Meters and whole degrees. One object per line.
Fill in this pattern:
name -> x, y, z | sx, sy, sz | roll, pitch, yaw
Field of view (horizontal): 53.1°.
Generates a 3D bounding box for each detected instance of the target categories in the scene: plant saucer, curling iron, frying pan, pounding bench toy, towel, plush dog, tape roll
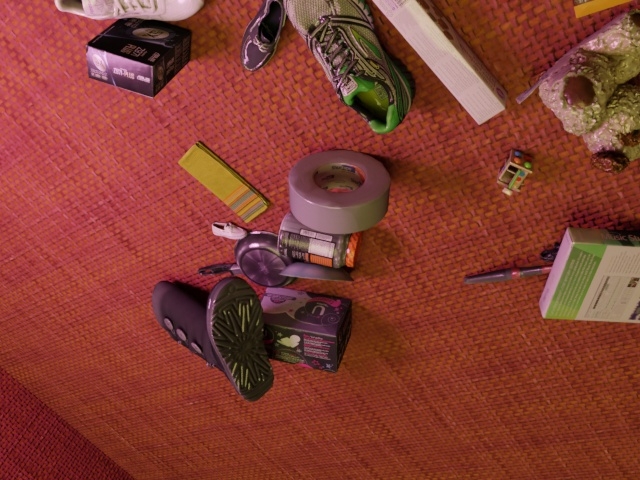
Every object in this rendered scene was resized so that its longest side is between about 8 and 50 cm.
plant saucer -> -0.009, 0.077, 1.634 | 0.195, 0.195, 0.037 | 5, 90, 17
curling iron -> 0.458, 0.069, 1.499 | 0.274, 0.068, 0.035 | -22, 120, 40
frying pan -> -0.207, 0.052, 1.746 | 0.326, 0.053, 0.197 | 6, 130, 12
pounding bench toy -> 0.402, -0.138, 1.318 | 0.052, 0.083, 0.065 | 24, 134, 0
towel -> -0.244, -0.142, 1.606 | 0.237, 0.021, 0.102 | 41, 130, -15
plush dog -> 0.500, -0.234, 1.133 | 0.225, 0.262, 0.210 | 48, 163, -9
tape roll -> 0.040, -0.110, 1.389 | 0.219, 0.219, 0.072 | 10, 132, 13

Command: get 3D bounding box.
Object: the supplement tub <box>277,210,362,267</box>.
supplement tub -> 0.000, 0.000, 1.570 | 0.190, 0.117, 0.117 | 13, 132, 9

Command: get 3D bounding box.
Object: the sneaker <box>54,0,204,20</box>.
sneaker -> -0.382, -0.478, 1.279 | 0.305, 0.152, 0.114 | 6, 129, 14

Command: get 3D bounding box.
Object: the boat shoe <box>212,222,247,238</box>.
boat shoe -> -0.242, -0.030, 1.694 | 0.100, 0.035, 0.035 | 11, 135, 21

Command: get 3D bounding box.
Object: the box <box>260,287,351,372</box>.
box -> -0.051, 0.237, 1.763 | 0.247, 0.163, 0.142 | 10, 127, 13

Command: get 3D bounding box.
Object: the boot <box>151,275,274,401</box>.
boot -> -0.322, 0.197, 1.753 | 0.445, 0.146, 0.367 | 27, 132, 48

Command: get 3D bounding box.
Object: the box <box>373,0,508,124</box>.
box -> 0.229, -0.361, 1.205 | 0.324, 0.063, 0.067 | 43, 132, -17

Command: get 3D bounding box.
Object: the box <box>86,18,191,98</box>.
box -> -0.373, -0.389, 1.331 | 0.147, 0.180, 0.077 | 19, 133, 5

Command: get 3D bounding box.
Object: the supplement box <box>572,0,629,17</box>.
supplement box -> 0.422, -0.473, 0.947 | 0.129, 0.191, 0.194 | -11, 123, 28

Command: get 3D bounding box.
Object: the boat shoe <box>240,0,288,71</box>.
boat shoe -> -0.117, -0.417, 1.288 | 0.075, 0.065, 0.206 | 33, 132, -7

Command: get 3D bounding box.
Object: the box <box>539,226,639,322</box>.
box -> 0.662, 0.081, 1.379 | 0.322, 0.058, 0.232 | 3, 131, -1

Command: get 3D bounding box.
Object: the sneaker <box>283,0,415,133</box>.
sneaker -> 0.059, -0.351, 1.214 | 0.134, 0.146, 0.343 | -30, 116, 35
